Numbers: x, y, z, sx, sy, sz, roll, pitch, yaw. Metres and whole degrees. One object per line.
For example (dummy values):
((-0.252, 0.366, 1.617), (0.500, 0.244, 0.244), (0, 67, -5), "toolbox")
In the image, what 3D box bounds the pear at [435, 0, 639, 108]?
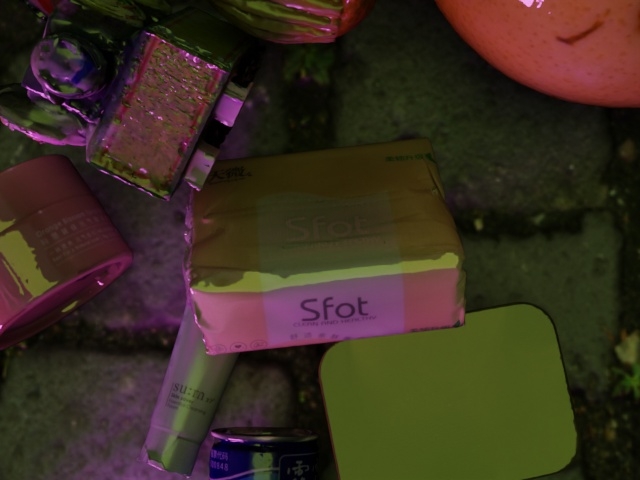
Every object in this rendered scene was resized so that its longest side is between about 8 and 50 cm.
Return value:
((0.226, -0.274, 0.793), (0.348, 0.348, 0.349), (0, 84, 1), "pear")

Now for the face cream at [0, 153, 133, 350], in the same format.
((-0.246, 0.012, 0.864), (0.149, 0.149, 0.104), (-34, 86, -2), "face cream")

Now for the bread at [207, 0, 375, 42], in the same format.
((-0.008, -0.267, 0.805), (0.142, 0.253, 0.228), (11, 103, 1), "bread")

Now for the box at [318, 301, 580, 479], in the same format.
((0.105, 0.137, 0.876), (0.200, 0.090, 0.145), (-13, 84, 0), "box")

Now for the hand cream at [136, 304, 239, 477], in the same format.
((-0.102, 0.103, 0.906), (0.078, 0.050, 0.205), (18, 80, 5), "hand cream")

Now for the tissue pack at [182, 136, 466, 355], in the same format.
((0.000, 0.000, 0.856), (0.222, 0.090, 0.186), (-4, 40, -1), "tissue pack")

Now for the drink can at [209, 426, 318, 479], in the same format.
((-0.051, 0.278, 0.863), (0.097, 0.097, 0.235), (1, 84, 1), "drink can")

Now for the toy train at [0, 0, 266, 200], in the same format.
((-0.148, -0.133, 0.831), (0.177, 0.261, 0.134), (26, 107, -6), "toy train")

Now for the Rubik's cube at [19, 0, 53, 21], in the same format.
((-0.234, -0.307, 0.952), (0.178, 0.211, 0.190), (-44, 118, -23), "Rubik's cube")
